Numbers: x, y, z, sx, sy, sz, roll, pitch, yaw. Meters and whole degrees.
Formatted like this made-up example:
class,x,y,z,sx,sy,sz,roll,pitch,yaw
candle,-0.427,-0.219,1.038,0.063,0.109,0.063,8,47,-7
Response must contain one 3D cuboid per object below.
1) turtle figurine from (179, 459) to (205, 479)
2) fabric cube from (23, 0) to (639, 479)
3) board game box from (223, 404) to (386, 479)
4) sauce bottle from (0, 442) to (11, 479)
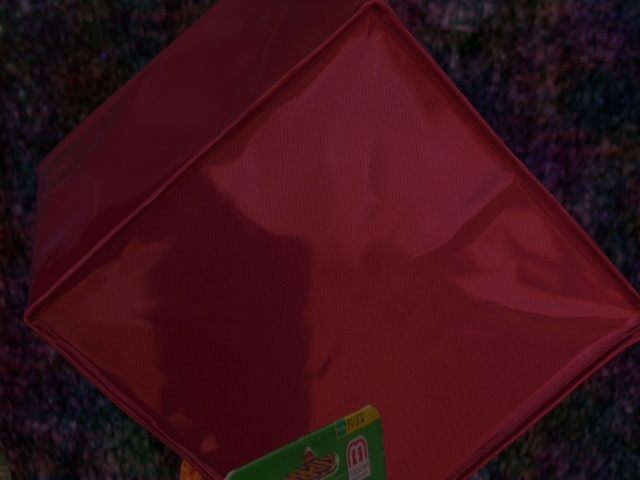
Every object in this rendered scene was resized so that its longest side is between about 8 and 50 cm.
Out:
class,x,y,z,sx,sy,sz,roll,pitch,yaw
turtle figurine,-0.022,0.149,1.130,0.217,0.087,0.269,-31,75,8
fabric cube,0.000,0.000,0.923,0.254,0.259,0.258,-41,21,6
board game box,-0.009,0.210,0.680,0.039,0.259,0.124,6,13,33
sauce bottle,-0.383,0.164,1.448,0.111,0.111,0.344,-22,25,-16
